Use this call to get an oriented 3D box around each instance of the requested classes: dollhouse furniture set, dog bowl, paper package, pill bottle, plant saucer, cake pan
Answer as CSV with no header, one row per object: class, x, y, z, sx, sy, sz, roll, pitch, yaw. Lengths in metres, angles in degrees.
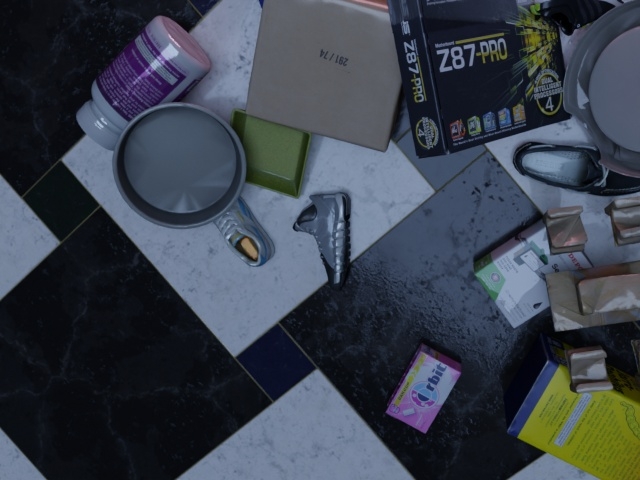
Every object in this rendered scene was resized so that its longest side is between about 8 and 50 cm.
dollhouse furniture set,0.668,0.103,1.676,0.394,0.256,0.362,-9,82,9
dog bowl,0.665,-0.300,1.618,0.348,0.102,0.349,11,106,42
paper package,0.033,-0.382,1.730,0.325,0.168,0.309,16,118,5
pill bottle,-0.406,-0.347,1.843,0.301,0.169,0.169,-41,93,15
plant saucer,-0.117,-0.206,1.860,0.188,0.045,0.188,18,130,5
cake pan,-0.312,-0.169,1.824,0.293,0.054,0.293,-2,113,-5

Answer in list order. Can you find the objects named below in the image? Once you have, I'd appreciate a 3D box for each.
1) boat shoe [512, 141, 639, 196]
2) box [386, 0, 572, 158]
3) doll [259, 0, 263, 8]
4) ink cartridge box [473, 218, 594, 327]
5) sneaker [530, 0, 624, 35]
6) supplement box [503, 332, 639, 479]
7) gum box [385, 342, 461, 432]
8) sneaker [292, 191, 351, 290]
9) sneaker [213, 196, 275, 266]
boat shoe,0.566,-0.148,1.754,0.302,0.091,0.114,5,103,9
box,0.328,-0.358,1.625,0.097,0.395,0.318,-1,103,55
doll,-0.124,-0.577,1.808,0.129,0.046,0.189,-19,98,12
ink cartridge box,0.475,0.064,1.815,0.219,0.092,0.160,-36,94,15
sneaker,0.518,-0.461,1.661,0.234,0.084,0.097,8,95,-24
supplement box,0.612,0.388,1.809,0.356,0.194,0.195,26,105,3
gum box,0.242,0.354,1.934,0.107,0.062,0.188,28,105,3
sneaker,0.000,0.000,1.898,0.132,0.086,0.229,3,92,14
sneaker,-0.200,-0.036,1.913,0.087,0.092,0.229,-43,91,17
